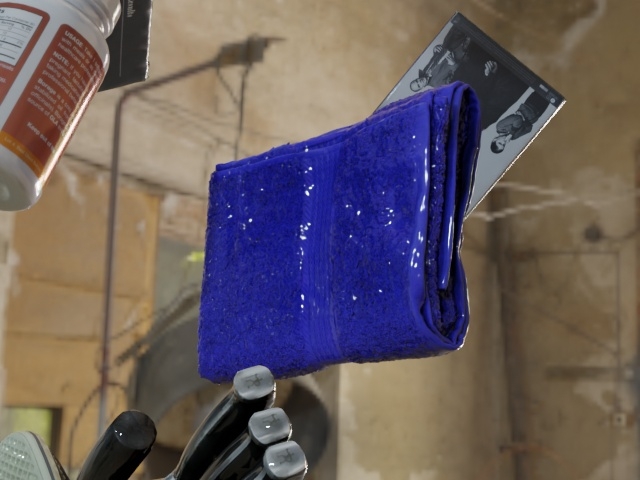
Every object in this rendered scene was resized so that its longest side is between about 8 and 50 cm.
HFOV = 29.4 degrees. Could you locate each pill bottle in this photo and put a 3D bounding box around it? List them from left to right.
[{"bbox_3d":[-0.263,-0.143,1.088,0.121,0.216,0.121,18,-27,9],"label":"pill bottle"}]

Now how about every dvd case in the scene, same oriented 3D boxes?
[{"bbox_3d":[0.166,-0.143,1.552,0.179,0.238,0.029,41,9,7],"label":"dvd case"}]

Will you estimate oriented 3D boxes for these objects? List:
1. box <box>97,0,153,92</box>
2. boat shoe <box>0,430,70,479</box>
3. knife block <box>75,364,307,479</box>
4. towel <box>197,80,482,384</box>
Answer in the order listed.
[{"bbox_3d":[-0.413,-0.307,1.441,0.395,0.212,0.293,-16,-24,-20],"label":"box"},{"bbox_3d":[-0.356,0.512,1.810,0.187,0.500,0.156,-41,-23,28],"label":"boat shoe"},{"bbox_3d":[-0.093,0.156,0.560,0.088,0.242,0.276,-3,10,-33],"label":"knife block"},{"bbox_3d":[0.000,0.000,1.047,0.076,0.227,0.308,22,-25,-36],"label":"towel"}]
